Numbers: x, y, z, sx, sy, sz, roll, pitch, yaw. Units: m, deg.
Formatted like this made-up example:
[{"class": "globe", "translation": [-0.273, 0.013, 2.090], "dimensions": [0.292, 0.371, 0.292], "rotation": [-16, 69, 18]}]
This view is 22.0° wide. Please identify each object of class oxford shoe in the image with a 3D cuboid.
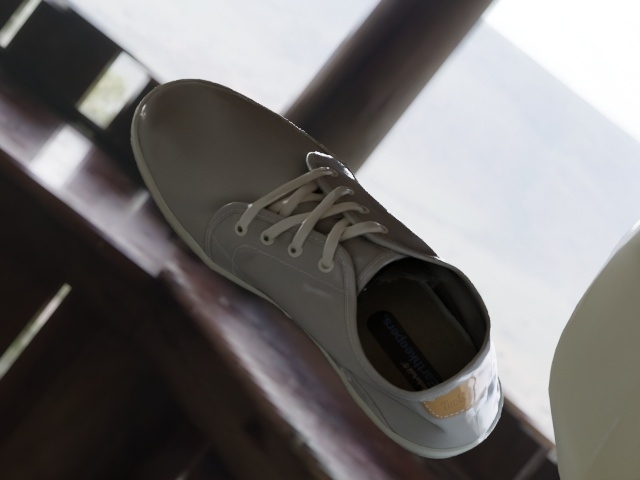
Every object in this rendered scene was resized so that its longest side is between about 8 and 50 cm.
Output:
[{"class": "oxford shoe", "translation": [0.000, 0.000, 1.462], "dimensions": [0.449, 0.169, 0.130], "rotation": [47, -21, 19]}]

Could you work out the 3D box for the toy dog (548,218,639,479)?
[{"class": "toy dog", "translation": [0.289, 0.169, 0.690], "dimensions": [0.408, 0.284, 0.395], "rotation": [28, 15, -12]}]
